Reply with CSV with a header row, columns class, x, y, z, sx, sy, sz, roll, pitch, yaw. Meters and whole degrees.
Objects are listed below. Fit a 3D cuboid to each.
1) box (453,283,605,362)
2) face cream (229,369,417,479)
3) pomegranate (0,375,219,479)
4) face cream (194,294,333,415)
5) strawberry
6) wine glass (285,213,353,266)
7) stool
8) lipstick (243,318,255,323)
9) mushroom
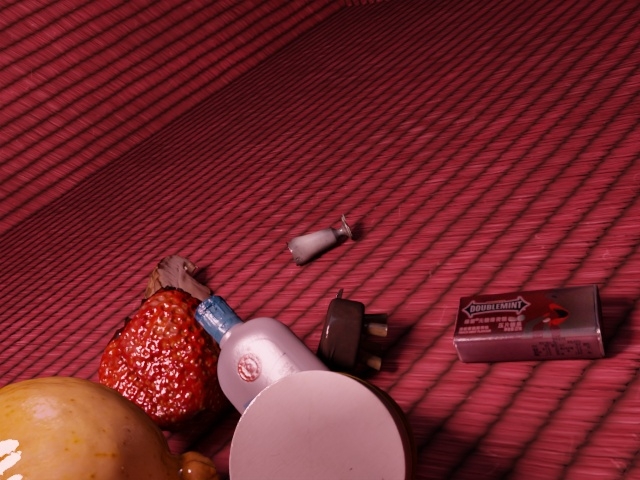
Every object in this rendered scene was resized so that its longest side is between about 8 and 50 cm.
class,x,y,z,sx,sy,sz,roll,pitch,yaw
box,0.336,0.137,0.950,0.224,0.069,0.120,-9,36,30
face cream,0.013,0.287,0.773,0.218,0.179,0.218,-4,73,13
pomegranate,-0.348,0.373,0.820,0.410,0.410,0.410,-19,32,12
face cream,-0.091,0.218,0.978,0.337,0.080,0.163,42,98,27
strawberry,-0.272,0.238,1.107,0.288,0.239,0.250,36,97,48
wine glass,0.000,0.000,1.403,0.156,0.072,0.072,-25,31,2
stool,0.047,0.196,1.026,0.121,0.125,0.217,13,74,2
lipstick,-0.184,0.191,1.303,0.094,0.019,0.019,-13,34,21
mushroom,-0.364,0.153,1.413,0.151,0.156,0.285,-51,27,15
